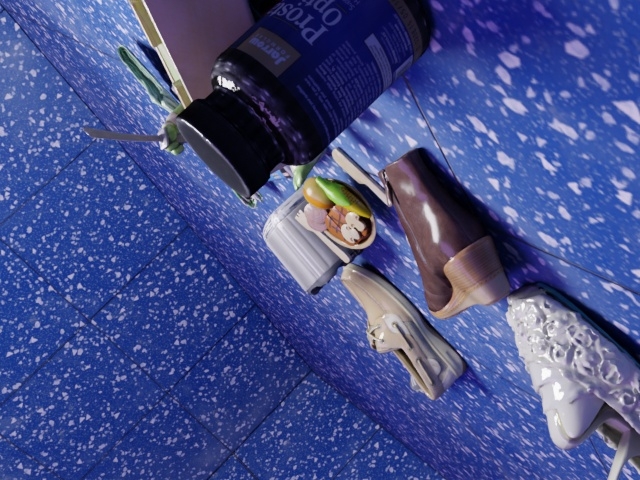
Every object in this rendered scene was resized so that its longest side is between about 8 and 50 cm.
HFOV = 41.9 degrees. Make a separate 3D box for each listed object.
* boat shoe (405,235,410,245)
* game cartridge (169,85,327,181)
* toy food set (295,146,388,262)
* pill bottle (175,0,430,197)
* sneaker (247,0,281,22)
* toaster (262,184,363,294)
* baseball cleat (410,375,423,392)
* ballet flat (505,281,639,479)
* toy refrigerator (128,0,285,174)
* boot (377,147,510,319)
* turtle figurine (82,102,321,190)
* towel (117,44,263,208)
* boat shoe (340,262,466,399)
[{"bbox_3d":[0.147,0.011,1.179,0.100,0.035,0.035,48,-165,-34],"label":"boat shoe"},{"bbox_3d":[-0.128,-0.193,1.343,0.230,0.068,0.355,52,167,-13],"label":"game cartridge"},{"bbox_3d":[0.023,-0.037,1.229,0.132,0.038,0.192,42,145,7],"label":"toy food set"},{"bbox_3d":[-0.017,-0.145,0.736,0.123,0.219,0.123,43,168,11],"label":"pill bottle"},{"bbox_3d":[-0.032,-0.230,0.856,0.125,0.104,0.262,48,166,47],"label":"sneaker"},{"bbox_3d":[-0.010,-0.003,1.413,0.146,0.129,0.227,47,167,2],"label":"toaster"},{"bbox_3d":[0.212,0.254,1.718,0.109,0.072,0.206,57,165,8],"label":"baseball cleat"},{"bbox_3d":[0.351,0.220,0.954,0.409,0.147,0.147,43,168,13],"label":"ballet flat"},{"bbox_3d":[-0.110,-0.179,0.814,0.102,0.094,0.269,54,170,39],"label":"toy refrigerator"},{"bbox_3d":[0.144,-0.008,1.062,0.207,0.090,0.248,56,170,3],"label":"boot"},{"bbox_3d":[-0.121,-0.160,1.017,0.266,0.197,0.274,32,-162,-2],"label":"turtle figurine"},{"bbox_3d":[-0.249,-0.212,1.594,0.325,0.038,0.248,48,180,-43],"label":"towel"},{"bbox_3d":[0.138,0.169,1.560,0.302,0.098,0.109,46,168,-5],"label":"boat shoe"}]
